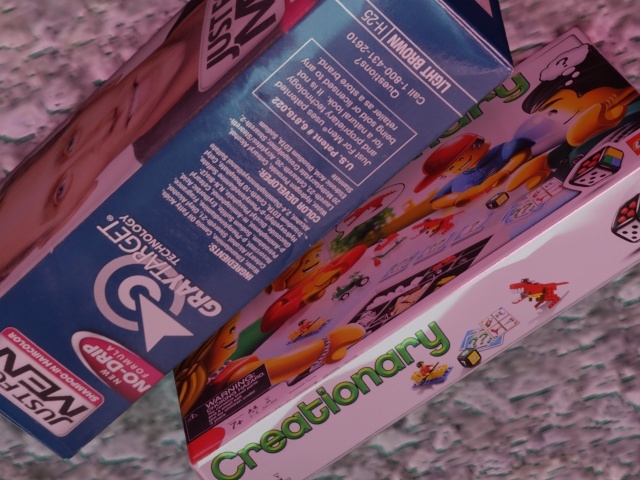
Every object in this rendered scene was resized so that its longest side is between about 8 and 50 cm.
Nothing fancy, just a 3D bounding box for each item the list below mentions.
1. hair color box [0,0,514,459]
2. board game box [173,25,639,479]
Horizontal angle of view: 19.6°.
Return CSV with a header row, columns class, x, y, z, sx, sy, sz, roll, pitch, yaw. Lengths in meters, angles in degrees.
class,x,y,z,sx,sy,sz,roll,pitch,yaw
hair color box,-0.059,-0.052,1.035,0.105,0.174,0.347,40,113,-21
board game box,0.055,0.011,1.032,0.305,0.193,0.053,-34,115,5
